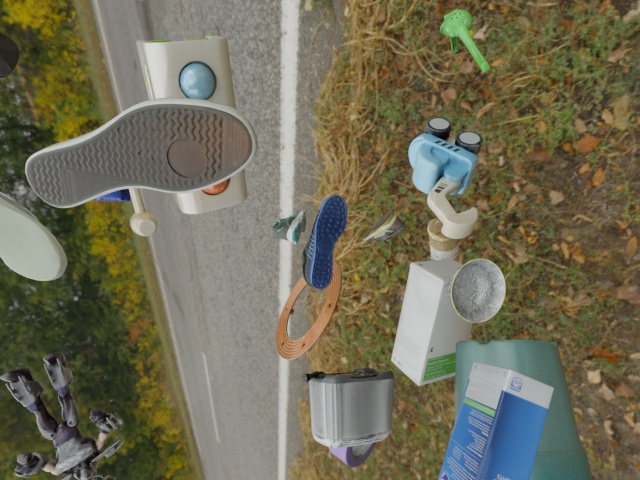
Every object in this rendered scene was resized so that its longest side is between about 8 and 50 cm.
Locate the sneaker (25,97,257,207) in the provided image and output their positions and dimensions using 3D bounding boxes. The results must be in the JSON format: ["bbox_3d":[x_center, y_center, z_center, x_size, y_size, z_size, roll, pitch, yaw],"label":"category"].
[{"bbox_3d":[-0.207,-0.118,0.509,0.290,0.123,0.106,-6,114,13],"label":"sneaker"}]

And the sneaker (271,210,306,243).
[{"bbox_3d":[-0.081,-0.042,1.059,0.166,0.076,0.065,-60,-25,-72],"label":"sneaker"}]

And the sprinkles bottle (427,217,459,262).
[{"bbox_3d":[0.522,0.046,1.724,0.121,0.121,0.355,44,168,37],"label":"sprinkles bottle"}]

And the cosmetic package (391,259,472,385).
[{"bbox_3d":[0.373,0.257,1.328,0.155,0.196,0.366,36,124,54],"label":"cosmetic package"}]

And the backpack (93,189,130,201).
[{"bbox_3d":[-0.532,-0.161,1.048,0.101,0.097,0.120,29,117,59],"label":"backpack"}]

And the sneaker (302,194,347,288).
[{"bbox_3d":[0.000,0.000,1.011,0.090,0.081,0.232,17,93,64],"label":"sneaker"}]

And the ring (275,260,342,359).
[{"bbox_3d":[-0.035,0.214,1.281,0.032,0.337,0.336,32,160,-23],"label":"ring"}]

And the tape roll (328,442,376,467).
[{"bbox_3d":[0.117,0.648,1.373,0.080,0.189,0.189,16,122,42],"label":"tape roll"}]

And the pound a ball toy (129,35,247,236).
[{"bbox_3d":[-0.238,-0.159,0.687,0.135,0.208,0.319,39,138,48],"label":"pound a ball toy"}]

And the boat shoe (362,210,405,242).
[{"bbox_3d":[0.135,-0.017,0.886,0.049,0.056,0.152,38,165,-2],"label":"boat shoe"}]

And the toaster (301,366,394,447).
[{"bbox_3d":[0.064,0.368,0.918,0.129,0.226,0.147,-21,67,56],"label":"toaster"}]

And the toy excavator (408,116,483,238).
[{"bbox_3d":[0.489,-0.238,1.632,0.433,0.445,0.222,35,150,26],"label":"toy excavator"}]

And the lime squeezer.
[{"bbox_3d":[0.304,-0.442,0.879,0.110,0.310,0.059,41,116,-17],"label":"lime squeezer"}]

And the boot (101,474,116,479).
[{"bbox_3d":[-0.544,0.756,1.135,0.236,0.178,0.085,-149,72,-73],"label":"boot"}]

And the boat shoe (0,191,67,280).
[{"bbox_3d":[-0.484,-0.018,0.662,0.227,0.079,0.081,36,-178,7],"label":"boat shoe"}]

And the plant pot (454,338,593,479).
[{"bbox_3d":[0.493,0.433,1.056,0.341,0.341,0.334,151,125,-60],"label":"plant pot"}]

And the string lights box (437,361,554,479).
[{"bbox_3d":[0.264,0.336,0.651,0.076,0.260,0.133,22,169,1],"label":"string lights box"}]

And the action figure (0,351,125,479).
[{"bbox_3d":[-0.526,0.378,0.831,0.285,0.185,0.099,58,149,8],"label":"action figure"}]

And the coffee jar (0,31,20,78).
[{"bbox_3d":[-0.634,-0.340,0.751,0.184,0.096,0.079,8,82,35],"label":"coffee jar"}]

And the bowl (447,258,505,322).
[{"bbox_3d":[0.402,0.130,1.104,0.080,0.170,0.170,-175,67,-72],"label":"bowl"}]
